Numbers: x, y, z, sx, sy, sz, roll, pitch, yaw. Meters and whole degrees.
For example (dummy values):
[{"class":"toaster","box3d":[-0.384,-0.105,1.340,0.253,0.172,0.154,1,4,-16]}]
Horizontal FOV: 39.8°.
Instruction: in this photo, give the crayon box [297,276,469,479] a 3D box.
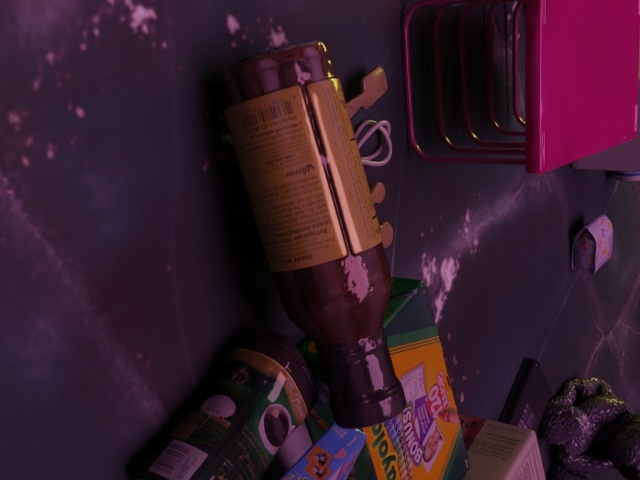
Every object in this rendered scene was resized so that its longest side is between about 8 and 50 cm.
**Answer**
[{"class":"crayon box","box3d":[0.073,0.199,0.993,0.165,0.081,0.278,-42,126,-41]}]

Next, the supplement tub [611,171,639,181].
[{"class":"supplement tub","box3d":[0.551,-0.164,1.567,0.071,0.071,0.107,-29,116,-47]}]

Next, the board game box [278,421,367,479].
[{"class":"board game box","box3d":[-0.047,0.280,0.823,0.211,0.039,0.160,-38,156,-44]}]

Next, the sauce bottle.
[{"class":"sauce bottle","box3d":[0.000,0.000,0.802,0.111,0.111,0.344,-21,100,-49]}]

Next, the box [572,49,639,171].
[{"class":"box","box3d":[0.558,-0.276,1.443,0.345,0.215,0.168,-49,131,-36]}]

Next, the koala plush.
[{"class":"koala plush","box3d":[0.505,0.329,1.451,0.203,0.221,0.196,-38,123,-43]}]

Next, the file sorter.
[{"class":"file sorter","box3d":[0.253,-0.210,1.087,0.291,0.182,0.202,-20,111,-48]}]

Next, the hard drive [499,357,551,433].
[{"class":"hard drive","box3d":[0.316,0.262,1.361,0.135,0.022,0.094,-59,136,-28]}]

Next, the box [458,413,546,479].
[{"class":"box","box3d":[0.180,0.355,1.115,0.232,0.127,0.148,-43,127,-40]}]

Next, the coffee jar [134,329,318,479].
[{"class":"coffee jar","box3d":[-0.078,0.172,0.797,0.184,0.079,0.096,-51,136,-34]}]

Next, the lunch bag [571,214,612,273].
[{"class":"lunch bag","box3d":[0.456,0.003,1.483,0.071,0.053,0.083,-32,129,-43]}]

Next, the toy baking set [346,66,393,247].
[{"class":"toy baking set","box3d":[0.018,-0.059,0.935,0.197,0.030,0.256,-7,100,-55]}]
